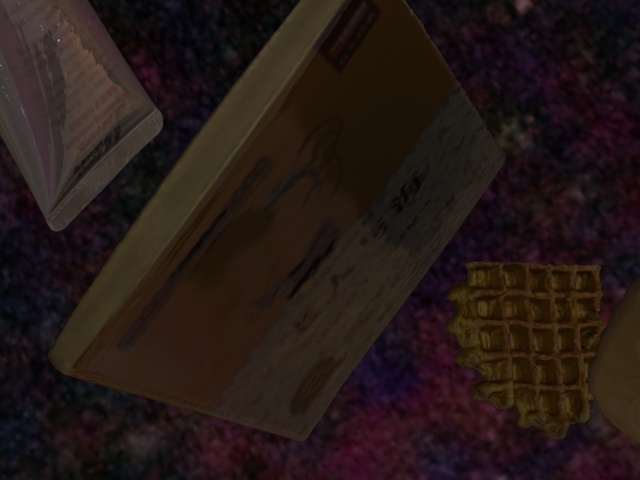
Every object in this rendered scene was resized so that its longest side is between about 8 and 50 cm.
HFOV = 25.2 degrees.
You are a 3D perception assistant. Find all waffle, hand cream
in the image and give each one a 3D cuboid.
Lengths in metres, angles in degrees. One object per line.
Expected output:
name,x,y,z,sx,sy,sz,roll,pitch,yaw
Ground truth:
waffle,0.256,0.137,1.764,0.229,0.219,0.057,1,167,-28
hand cream,-0.271,-0.201,1.261,0.118,0.185,0.359,-8,121,36

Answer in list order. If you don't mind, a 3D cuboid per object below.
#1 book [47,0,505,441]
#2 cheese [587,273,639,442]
book,0.000,0.000,0.900,0.269,0.032,0.389,-54,158,1
cheese,0.382,0.081,1.186,0.104,0.384,0.384,-32,154,-44
